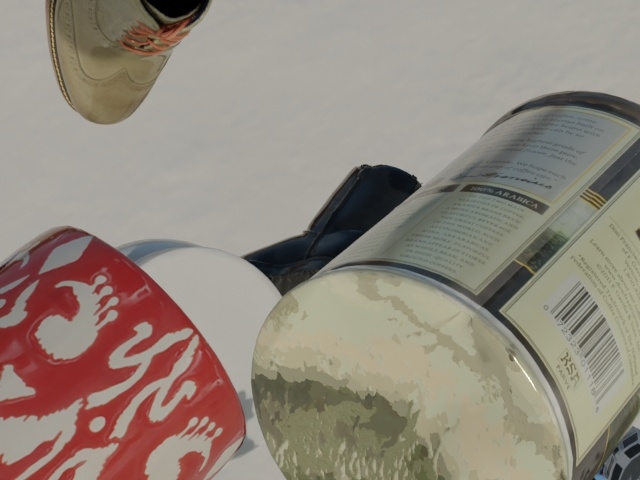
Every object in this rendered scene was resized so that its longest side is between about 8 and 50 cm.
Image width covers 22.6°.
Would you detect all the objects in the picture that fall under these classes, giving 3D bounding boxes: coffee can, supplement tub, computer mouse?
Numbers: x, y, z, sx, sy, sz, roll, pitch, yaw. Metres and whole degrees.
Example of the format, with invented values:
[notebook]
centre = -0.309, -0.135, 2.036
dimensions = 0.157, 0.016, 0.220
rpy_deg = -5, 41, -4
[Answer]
[coffee can]
centre = 0.115, 0.049, 0.984
dimensions = 0.201, 0.201, 0.275
rpy_deg = 8, 29, 33
[supplement tub]
centre = -0.186, 0.127, 1.608
dimensions = 0.241, 0.241, 0.331
rpy_deg = -44, 14, -27
[computer mouse]
centre = 0.315, 0.224, 1.574
dimensions = 0.042, 0.106, 0.193
rpy_deg = -3, 43, -52

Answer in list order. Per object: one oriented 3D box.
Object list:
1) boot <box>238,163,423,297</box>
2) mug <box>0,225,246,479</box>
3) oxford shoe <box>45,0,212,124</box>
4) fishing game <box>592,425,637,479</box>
[boot]
centre = 0.000, 0.000, 2.010
dimensions = 0.246, 0.094, 0.207
rpy_deg = -8, 35, 45
[mug]
centre = -0.122, 0.066, 0.461
dimensions = 0.169, 0.150, 0.113
rpy_deg = -41, 7, -25
[oxford shoe]
centre = -0.163, -0.208, 1.403
dimensions = 0.123, 0.348, 0.130
rpy_deg = -5, 53, -23
[fishing game]
centre = 0.302, 0.287, 1.744
dimensions = 0.189, 0.264, 0.041
rpy_deg = -29, 32, -22
